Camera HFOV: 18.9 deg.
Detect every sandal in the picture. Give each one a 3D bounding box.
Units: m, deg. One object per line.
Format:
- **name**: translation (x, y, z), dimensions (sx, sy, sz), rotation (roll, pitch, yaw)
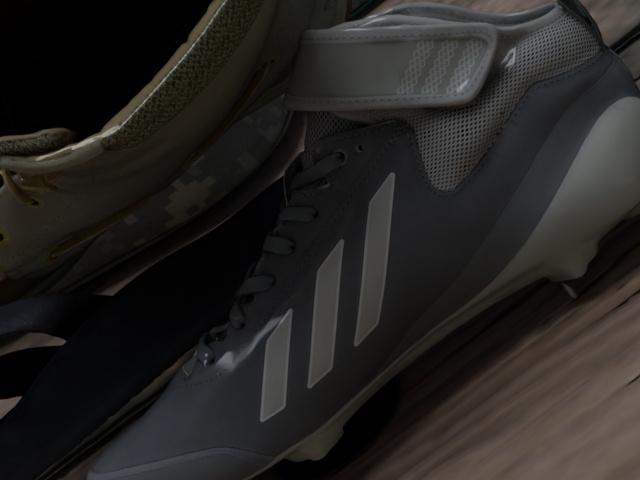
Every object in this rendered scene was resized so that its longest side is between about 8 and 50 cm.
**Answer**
- **sandal**: translation (-0.099, 0.047, 0.628), dimensions (0.254, 0.054, 0.097), rotation (-40, 2, -38)

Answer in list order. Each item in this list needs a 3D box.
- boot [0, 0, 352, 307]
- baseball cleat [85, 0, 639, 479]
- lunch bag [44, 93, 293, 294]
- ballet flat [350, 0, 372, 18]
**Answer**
- **boot**: translation (-0.092, -0.032, 0.573), dimensions (0.213, 0.077, 0.165), rotation (-35, -2, 8)
- **baseball cleat**: translation (0.000, 0.000, 0.569), dimensions (0.206, 0.109, 0.072), rotation (-35, 10, -2)
- **lunch bag**: translation (-0.193, -0.101, 0.839), dimensions (0.305, 0.256, 0.212), rotation (-28, 29, 25)
- **ballet flat**: translation (0.041, -0.147, 0.862), dimensions (0.114, 0.041, 0.041), rotation (-39, 23, -1)
